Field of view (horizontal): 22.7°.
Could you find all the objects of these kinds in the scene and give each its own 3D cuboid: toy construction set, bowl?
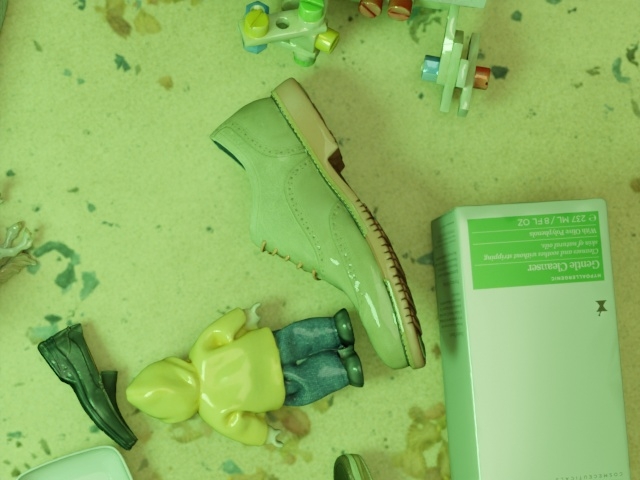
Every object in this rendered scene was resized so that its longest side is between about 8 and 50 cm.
[{"bbox_3d":[0.069,-0.282,1.956,0.327,0.151,0.215,17,59,-12],"label":"toy construction set"},{"bbox_3d":[-0.287,0.326,1.916,0.142,0.053,0.142,-18,86,-7],"label":"bowl"}]

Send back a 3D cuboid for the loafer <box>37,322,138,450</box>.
[{"bbox_3d":[-0.270,0.177,1.928,0.061,0.062,0.170,-37,91,-12],"label":"loafer"}]

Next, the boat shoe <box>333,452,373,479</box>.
[{"bbox_3d":[0.071,0.346,1.952,0.072,0.068,0.190,-17,97,-19],"label":"boat shoe"}]

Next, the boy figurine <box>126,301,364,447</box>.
[{"bbox_3d":[-0.091,0.171,1.931,0.285,0.092,0.177,-15,87,-6],"label":"boy figurine"}]

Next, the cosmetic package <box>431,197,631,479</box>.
[{"bbox_3d":[0.253,0.141,1.938,0.197,0.155,0.365,-5,85,-9],"label":"cosmetic package"}]

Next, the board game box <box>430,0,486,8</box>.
[{"bbox_3d":[0.047,-0.431,1.931,0.319,0.066,0.318,6,52,-6],"label":"board game box"}]

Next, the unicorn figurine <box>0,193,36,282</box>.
[{"bbox_3d":[-0.425,-0.015,1.927,0.111,0.060,0.162,-37,87,-11],"label":"unicorn figurine"}]

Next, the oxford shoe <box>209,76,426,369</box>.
[{"bbox_3d":[0.000,0.000,1.922,0.146,0.140,0.397,-28,69,-1],"label":"oxford shoe"}]

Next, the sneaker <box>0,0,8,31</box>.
[{"bbox_3d":[-0.470,-0.216,1.907,0.127,0.126,0.321,14,78,4],"label":"sneaker"}]
